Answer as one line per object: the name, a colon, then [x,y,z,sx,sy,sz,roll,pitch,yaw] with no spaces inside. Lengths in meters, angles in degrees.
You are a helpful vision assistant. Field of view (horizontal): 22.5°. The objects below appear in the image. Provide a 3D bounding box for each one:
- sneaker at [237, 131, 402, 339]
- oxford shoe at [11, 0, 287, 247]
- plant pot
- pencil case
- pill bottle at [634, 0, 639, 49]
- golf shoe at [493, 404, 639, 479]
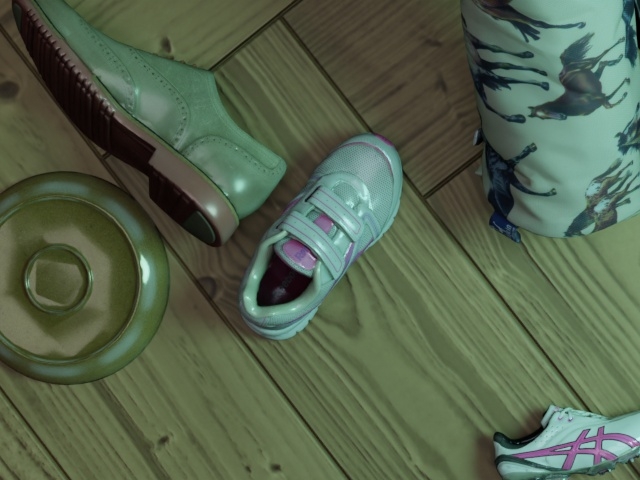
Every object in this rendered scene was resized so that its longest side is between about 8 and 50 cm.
sneaker: [0.000,0.000,1.674,0.103,0.111,0.252,32,96,5]
oxford shoe: [-0.185,-0.152,1.709,0.130,0.123,0.348,-42,85,-19]
plant pot: [-0.283,0.042,1.754,0.236,0.032,0.236,0,92,8]
pencil case: [0.204,-0.185,1.511,0.184,0.160,0.410,8,138,23]
pill bottle: [0.409,-0.273,1.603,0.219,0.123,0.122,-21,90,6]
golf shoe: [0.270,0.206,1.670,0.186,0.067,0.086,-23,88,8]
